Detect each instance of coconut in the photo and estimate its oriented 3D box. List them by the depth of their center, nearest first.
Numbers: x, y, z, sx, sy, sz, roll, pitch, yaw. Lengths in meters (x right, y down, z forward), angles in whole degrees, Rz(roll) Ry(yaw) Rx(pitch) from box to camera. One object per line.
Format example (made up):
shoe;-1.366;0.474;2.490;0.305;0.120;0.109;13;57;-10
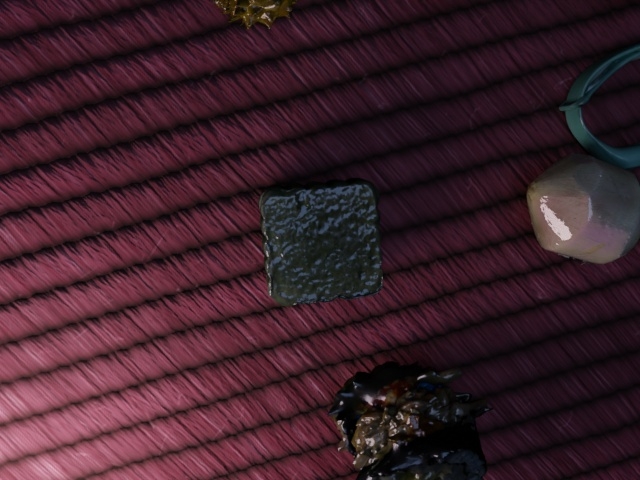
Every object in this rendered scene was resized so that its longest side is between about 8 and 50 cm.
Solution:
coconut;0.401;-0.049;1.331;0.182;0.171;0.171;15;96;-8

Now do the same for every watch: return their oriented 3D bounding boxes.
watch;0.503;-0.213;1.363;0.237;0.068;0.195;-15;99;-6

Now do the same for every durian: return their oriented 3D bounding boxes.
durian;-0.074;-0.421;1.254;0.140;0.078;0.224;18;97;-10

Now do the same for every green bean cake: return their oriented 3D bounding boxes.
green bean cake;0.000;0.000;1.319;0.183;0.094;0.185;-7;100;-7

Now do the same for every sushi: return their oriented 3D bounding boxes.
sushi;0.135;0.307;1.343;0.238;0.219;0.225;-11;141;-19
